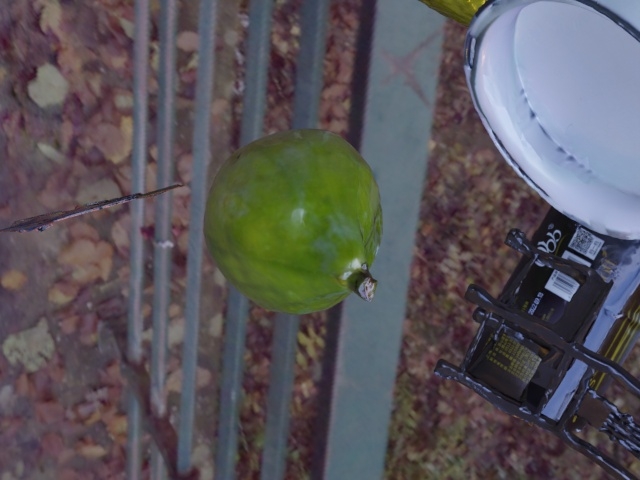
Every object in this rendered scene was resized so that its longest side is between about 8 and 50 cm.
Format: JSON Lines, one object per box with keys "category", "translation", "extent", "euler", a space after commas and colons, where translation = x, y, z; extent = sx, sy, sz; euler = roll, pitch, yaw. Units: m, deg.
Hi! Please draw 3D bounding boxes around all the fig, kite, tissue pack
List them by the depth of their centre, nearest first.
{"category": "kite", "translation": [-0.201, -0.019, 0.834], "extent": [0.190, 0.159, 0.010], "euler": [-11, 99, 12]}
{"category": "fig", "translation": [0.000, -0.025, 1.247], "extent": [0.233, 0.314, 0.233], "euler": [3, 85, -38]}
{"category": "tissue pack", "translation": [0.406, 0.103, 1.720], "extent": [0.198, 0.210, 0.370], "euler": [16, 106, -55]}

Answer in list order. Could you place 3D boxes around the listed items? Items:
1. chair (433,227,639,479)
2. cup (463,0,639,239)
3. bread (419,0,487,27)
{"category": "chair", "translation": [0.220, 0.106, 0.871], "extent": [0.113, 0.229, 0.106], "euler": [-42, 156, -45]}
{"category": "cup", "translation": [0.210, -0.132, 0.510], "extent": [0.280, 0.196, 0.196], "euler": [-40, 124, -22]}
{"category": "bread", "translation": [0.127, -0.272, 0.769], "extent": [0.251, 0.376, 0.208], "euler": [29, 111, -19]}
